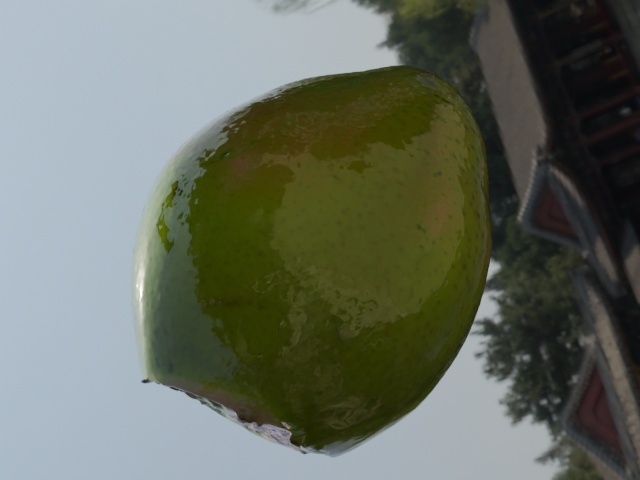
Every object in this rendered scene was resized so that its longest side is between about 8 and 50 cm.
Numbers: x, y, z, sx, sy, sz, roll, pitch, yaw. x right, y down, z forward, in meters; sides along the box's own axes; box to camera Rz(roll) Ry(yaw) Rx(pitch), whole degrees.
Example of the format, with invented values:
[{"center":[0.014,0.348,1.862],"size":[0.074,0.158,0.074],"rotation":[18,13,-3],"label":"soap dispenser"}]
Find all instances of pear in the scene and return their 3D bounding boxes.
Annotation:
[{"center":[0.000,0.000,0.540],"size":[0.187,0.187,0.220],"rotation":[44,-118,-49],"label":"pear"}]
